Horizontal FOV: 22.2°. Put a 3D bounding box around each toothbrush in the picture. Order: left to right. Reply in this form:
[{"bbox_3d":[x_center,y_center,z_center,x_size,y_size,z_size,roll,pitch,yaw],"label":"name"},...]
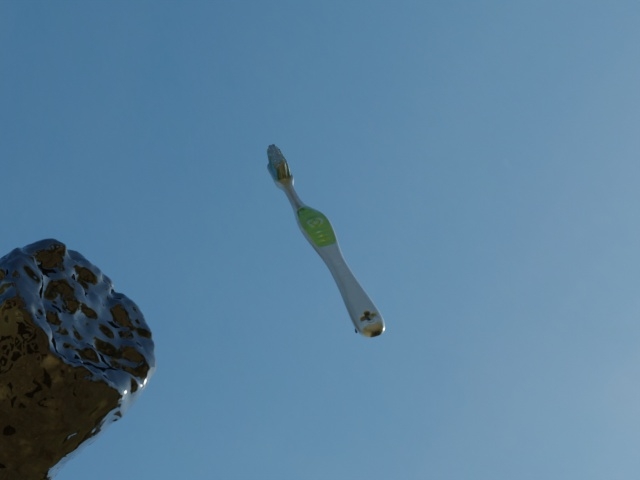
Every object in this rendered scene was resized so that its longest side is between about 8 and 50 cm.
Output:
[{"bbox_3d":[0.000,0.000,1.162,0.022,0.263,0.026,-17,-56,-9],"label":"toothbrush"}]

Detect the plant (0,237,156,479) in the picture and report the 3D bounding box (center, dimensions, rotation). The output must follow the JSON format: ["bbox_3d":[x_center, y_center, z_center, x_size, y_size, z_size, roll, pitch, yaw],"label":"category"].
[{"bbox_3d":[-0.296,0.138,1.317,0.320,0.181,0.194,-39,-84,22],"label":"plant"}]
